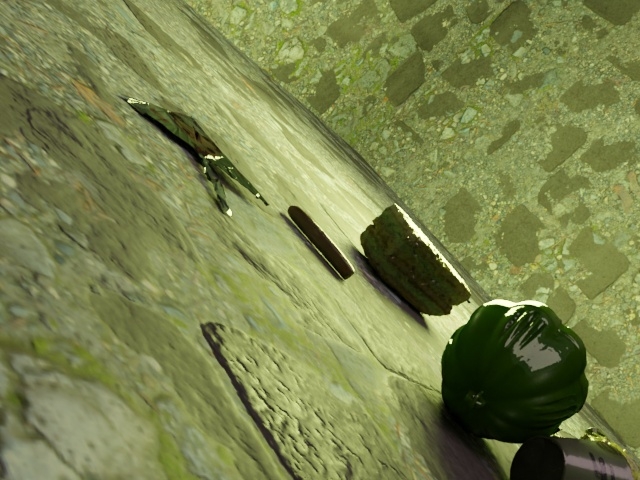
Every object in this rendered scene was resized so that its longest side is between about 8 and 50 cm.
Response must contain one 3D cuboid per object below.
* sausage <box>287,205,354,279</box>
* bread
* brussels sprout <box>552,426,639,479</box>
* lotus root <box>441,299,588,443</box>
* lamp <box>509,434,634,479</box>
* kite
[{"bbox_3d":[0.000,0.000,1.080,0.132,0.024,0.024,50,10,16],"label":"sausage"},{"bbox_3d":[0.163,0.044,1.365,0.196,0.102,0.138,43,12,-34],"label":"bread"},{"bbox_3d":[0.422,0.360,1.178,0.139,0.100,0.181,12,35,-55],"label":"brussels sprout"},{"bbox_3d":[0.210,0.170,0.925,0.186,0.186,0.186,44,10,-9],"label":"lotus root"},{"bbox_3d":[0.325,0.298,0.911,0.215,0.121,0.121,28,16,-23],"label":"lamp"},{"bbox_3d":[-0.141,-0.099,0.930,0.229,0.012,0.250,35,14,-34],"label":"kite"}]
